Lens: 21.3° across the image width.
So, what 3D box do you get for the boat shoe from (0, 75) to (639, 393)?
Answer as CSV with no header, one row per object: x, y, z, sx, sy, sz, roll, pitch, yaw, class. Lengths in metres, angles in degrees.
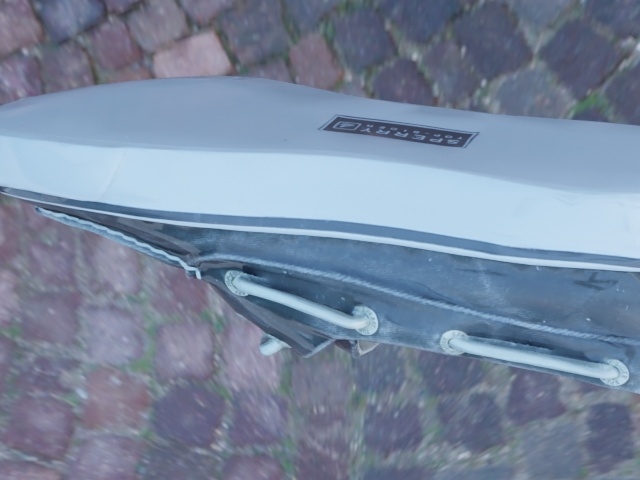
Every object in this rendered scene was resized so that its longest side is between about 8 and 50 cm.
0.000,0.000,0.467,0.219,0.078,0.070,9,113,25,boat shoe
